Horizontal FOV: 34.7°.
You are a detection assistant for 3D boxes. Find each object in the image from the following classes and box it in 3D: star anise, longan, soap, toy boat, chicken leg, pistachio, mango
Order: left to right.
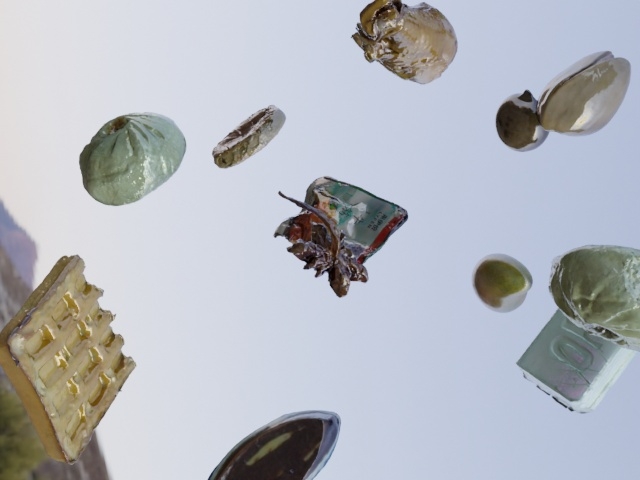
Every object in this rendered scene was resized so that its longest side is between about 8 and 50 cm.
[{"bbox_3d":[-0.073,0.338,1.527,0.114,0.262,0.115,52,-13,12],"label":"toy boat"},{"bbox_3d":[0.000,0.000,1.539,0.190,0.097,0.070,40,-26,-1],"label":"star anise"},{"bbox_3d":[0.077,-0.217,1.052,0.101,0.207,0.085,41,-77,16],"label":"chicken leg"},{"bbox_3d":[0.434,0.096,2.467,0.146,0.129,0.289,57,-5,16],"label":"mango"},{"bbox_3d":[0.364,-0.216,1.842,0.113,0.092,0.113,14,-73,53],"label":"longan"},{"bbox_3d":[0.441,-0.244,1.717,0.124,0.185,0.124,41,-6,5],"label":"pistachio"},{"bbox_3d":[0.485,0.169,1.819,0.150,0.261,0.094,35,-6,33],"label":"soap"}]

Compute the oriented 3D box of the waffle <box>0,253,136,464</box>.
[{"bbox_3d":[-0.518,0.239,2.093,0.304,0.077,0.348,-62,145,-47],"label":"waffle"}]

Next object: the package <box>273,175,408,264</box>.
[{"bbox_3d":[0.026,-0.034,1.802,0.232,0.166,0.040,28,-21,43],"label":"package"}]

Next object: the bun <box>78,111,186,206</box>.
[{"bbox_3d":[-0.332,-0.151,1.760,0.118,0.195,0.195,54,-6,-32],"label":"bun"}]

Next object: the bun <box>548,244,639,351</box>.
[{"bbox_3d":[0.389,0.080,1.307,0.221,0.221,0.108,-6,-113,69],"label":"bun"}]

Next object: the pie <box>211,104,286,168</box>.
[{"bbox_3d":[-0.149,-0.212,2.107,0.046,0.195,0.195,51,-14,-17],"label":"pie"}]
